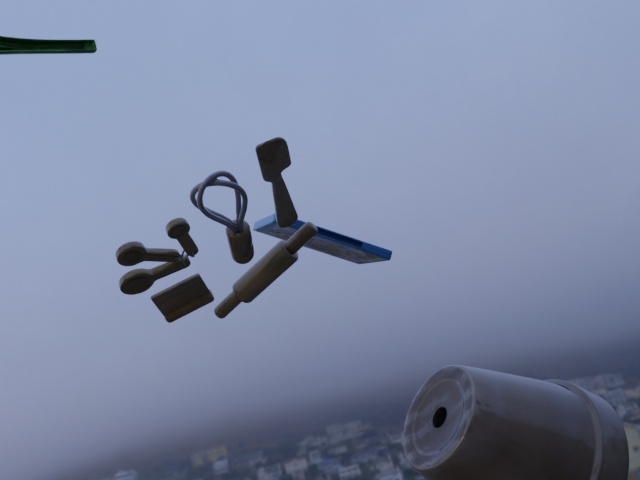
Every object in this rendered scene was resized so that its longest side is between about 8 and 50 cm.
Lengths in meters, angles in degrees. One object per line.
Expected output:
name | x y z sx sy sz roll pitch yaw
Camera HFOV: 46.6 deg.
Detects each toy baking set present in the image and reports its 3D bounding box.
toy baking set | -0.095 0.006 0.772 0.256 0.030 0.197 -39 -32 16

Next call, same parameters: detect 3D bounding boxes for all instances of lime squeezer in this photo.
lime squeezer | -0.339 -0.202 0.691 0.110 0.059 0.310 -32 -7 14

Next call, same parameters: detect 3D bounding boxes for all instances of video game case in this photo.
video game case | 0.000 0.000 1.010 0.166 0.015 0.119 18 -10 -16

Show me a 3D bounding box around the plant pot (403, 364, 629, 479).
plant pot | 0.311 0.358 1.290 0.280 0.323 0.323 29 -42 -20
